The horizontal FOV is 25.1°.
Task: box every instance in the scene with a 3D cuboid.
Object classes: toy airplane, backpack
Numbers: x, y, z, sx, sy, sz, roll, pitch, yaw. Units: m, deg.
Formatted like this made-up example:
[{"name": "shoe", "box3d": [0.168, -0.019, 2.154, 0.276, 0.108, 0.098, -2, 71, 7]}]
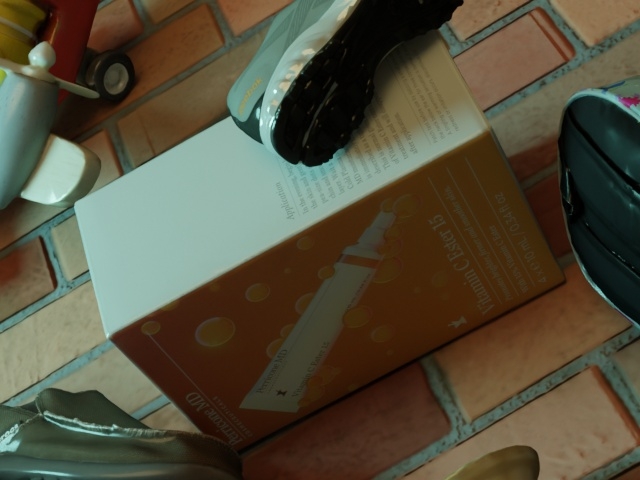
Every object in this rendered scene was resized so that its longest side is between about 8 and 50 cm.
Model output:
[{"name": "toy airplane", "box3d": [-0.406, -0.142, 1.535, 0.386, 0.272, 0.384, -20, 49, 15]}, {"name": "backpack", "box3d": [0.295, -0.021, 1.088, 0.191, 0.225, 0.253, -26, 38, -20]}]

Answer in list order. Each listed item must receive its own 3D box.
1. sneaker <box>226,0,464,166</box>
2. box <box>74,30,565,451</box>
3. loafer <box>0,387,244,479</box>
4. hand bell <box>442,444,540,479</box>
[{"name": "sneaker", "box3d": [0.023, -0.184, 1.154, 0.271, 0.100, 0.108, -49, 42, -13]}, {"name": "box", "box3d": [0.000, 0.000, 1.236, 0.345, 0.215, 0.168, -29, 46, 7]}, {"name": "loafer", "box3d": [-0.219, 0.182, 1.277, 0.366, 0.134, 0.130, -1, 54, 30]}, {"name": "hand bell", "box3d": [0.170, 0.278, 1.026, 0.126, 0.126, 0.242, -35, 59, 1]}]
